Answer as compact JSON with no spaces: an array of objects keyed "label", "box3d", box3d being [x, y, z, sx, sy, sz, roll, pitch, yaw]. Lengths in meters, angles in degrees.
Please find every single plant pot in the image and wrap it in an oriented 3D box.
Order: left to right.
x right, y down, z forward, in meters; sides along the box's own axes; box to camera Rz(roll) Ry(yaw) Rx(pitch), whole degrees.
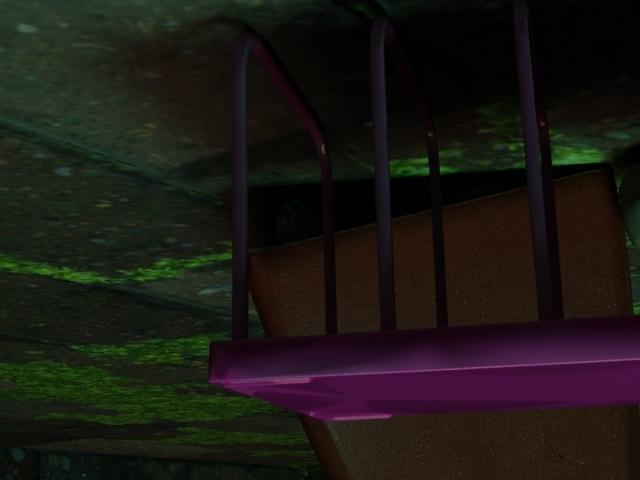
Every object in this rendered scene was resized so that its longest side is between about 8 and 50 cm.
[{"label":"plant pot","box3d":[0.106,0.122,0.857,0.267,0.236,0.267,-14,165,-2]}]

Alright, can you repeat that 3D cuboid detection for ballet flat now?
[{"label":"ballet flat","box3d":[0.000,0.000,0.852,0.041,0.041,0.114,-11,159,30]}]

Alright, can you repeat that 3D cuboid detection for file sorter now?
[{"label":"file sorter","box3d":[0.113,-0.013,0.564,0.290,0.182,0.202,-5,165,13]}]

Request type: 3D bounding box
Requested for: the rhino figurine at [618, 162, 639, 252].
[{"label":"rhino figurine","box3d":[0.290,-0.032,0.686,0.243,0.073,0.106,-22,113,48]}]
